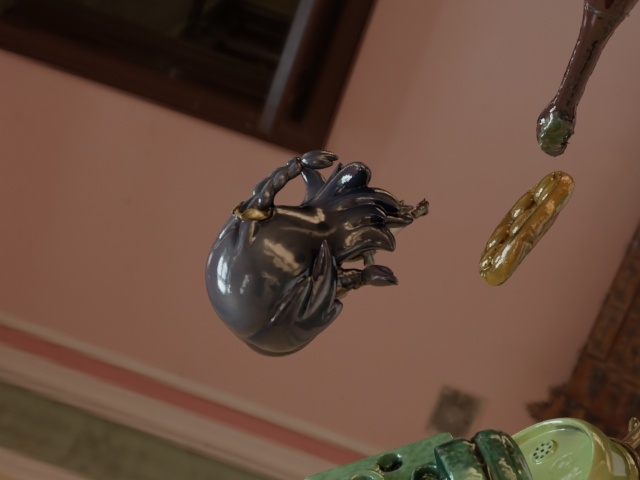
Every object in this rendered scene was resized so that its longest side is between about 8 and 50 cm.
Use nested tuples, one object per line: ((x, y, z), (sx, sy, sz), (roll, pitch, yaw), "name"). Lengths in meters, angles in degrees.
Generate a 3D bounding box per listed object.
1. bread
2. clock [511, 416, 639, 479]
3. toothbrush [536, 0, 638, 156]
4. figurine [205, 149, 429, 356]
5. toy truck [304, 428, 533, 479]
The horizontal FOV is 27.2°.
((0.160, -0.011, 1.030), (0.024, 0.110, 0.110), (39, -162, -4), "bread")
((0.231, 0.277, 1.344), (0.096, 0.308, 0.235), (49, -173, -16), "clock")
((0.178, -0.176, 0.730), (0.040, 0.364, 0.041), (6, -129, -8), "toothbrush")
((-0.013, 0.008, 1.529), (0.197, 0.265, 0.175), (34, 158, -5), "figurine")
((0.073, 0.225, 0.722), (0.155, 0.156, 0.279), (-18, -148, -6), "toy truck")
